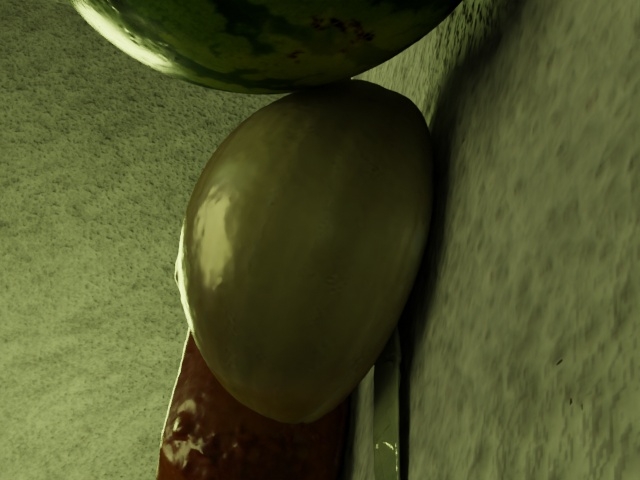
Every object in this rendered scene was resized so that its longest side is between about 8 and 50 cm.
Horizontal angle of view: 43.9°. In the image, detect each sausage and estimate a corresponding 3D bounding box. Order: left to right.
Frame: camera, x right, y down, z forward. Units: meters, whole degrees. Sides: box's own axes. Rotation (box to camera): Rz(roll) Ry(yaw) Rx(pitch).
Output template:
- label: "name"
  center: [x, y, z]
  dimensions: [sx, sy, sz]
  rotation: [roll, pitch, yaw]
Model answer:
- label: "sausage"
  center: [-0.051, 0.117, 0.663]
  dimensions: [0.268, 0.141, 0.153]
  rotation: [-87, 11, -46]

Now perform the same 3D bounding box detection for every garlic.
- label: "garlic"
  center: [0.000, -0.010, 0.509]
  dimensions: [0.164, 0.145, 0.245]
  rotation: [73, -144, -66]

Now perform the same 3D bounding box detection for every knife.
- label: "knife"
  center: [0.042, 0.058, 0.498]
  dimensions: [0.298, 0.017, 0.047]
  rotation: [-83, 17, -47]

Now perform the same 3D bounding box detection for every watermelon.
- label: "watermelon"
  center: [-0.027, -0.222, 0.444]
  dimensions: [0.285, 0.285, 0.285]
  rotation: [-168, 90, -85]
